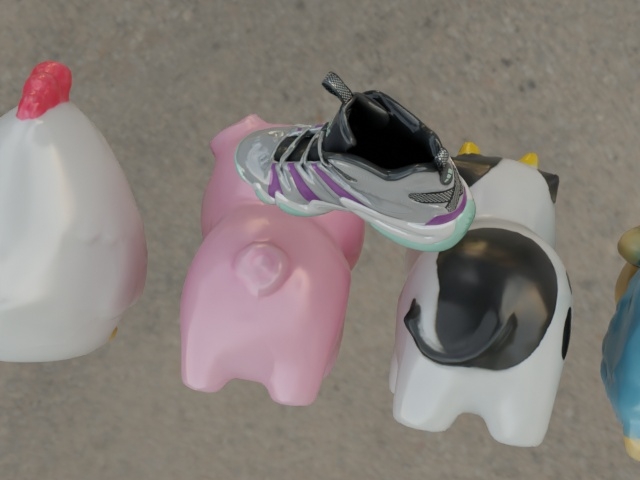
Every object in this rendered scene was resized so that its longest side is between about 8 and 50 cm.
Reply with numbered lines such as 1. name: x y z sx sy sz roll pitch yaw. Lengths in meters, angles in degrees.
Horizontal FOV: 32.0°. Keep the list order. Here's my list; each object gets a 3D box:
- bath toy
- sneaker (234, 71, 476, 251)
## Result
1. bath toy: 0.000 0.000 0.503 0.348 0.151 0.129 8 100 0
2. sneaker: 0.005 -0.035 0.390 0.098 0.069 0.038 15 65 25
